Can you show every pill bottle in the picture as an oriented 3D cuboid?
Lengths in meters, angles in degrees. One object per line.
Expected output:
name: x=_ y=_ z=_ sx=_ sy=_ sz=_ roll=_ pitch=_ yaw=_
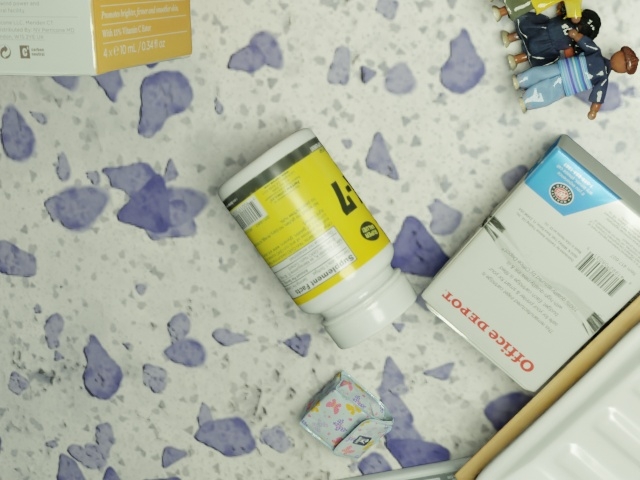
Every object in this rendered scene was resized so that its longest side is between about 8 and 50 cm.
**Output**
pill bottle: x=0.000 y=0.000 z=0.962 sx=0.119 sy=0.119 sz=0.208 roll=-34 pitch=94 yaw=23

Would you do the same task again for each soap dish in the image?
soap dish: x=0.313 y=0.206 z=0.924 sx=0.229 sy=0.118 sz=0.291 roll=40 pitch=113 yaw=3

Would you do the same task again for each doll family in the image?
doll family: x=0.220 y=-0.206 z=0.862 sx=0.111 sy=0.076 sz=0.193 roll=-15 pitch=106 yaw=16

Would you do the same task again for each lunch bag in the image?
lunch bag: x=0.031 y=0.200 z=1.047 sx=0.083 sy=0.053 sz=0.071 roll=41 pitch=115 yaw=-7

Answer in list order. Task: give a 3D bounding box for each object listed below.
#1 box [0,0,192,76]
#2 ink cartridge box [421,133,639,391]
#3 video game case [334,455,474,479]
box: x=-0.245 y=-0.339 z=0.888 sx=0.168 sy=0.215 sz=0.345 roll=4 pitch=107 yaw=16
ink cartridge box: x=0.221 y=0.022 z=0.916 sx=0.148 sy=0.086 sz=0.203 roll=41 pitch=114 yaw=3
video game case: x=0.113 y=0.343 z=1.079 sx=0.190 sy=0.022 sz=0.173 roll=-16 pitch=101 yaw=21
